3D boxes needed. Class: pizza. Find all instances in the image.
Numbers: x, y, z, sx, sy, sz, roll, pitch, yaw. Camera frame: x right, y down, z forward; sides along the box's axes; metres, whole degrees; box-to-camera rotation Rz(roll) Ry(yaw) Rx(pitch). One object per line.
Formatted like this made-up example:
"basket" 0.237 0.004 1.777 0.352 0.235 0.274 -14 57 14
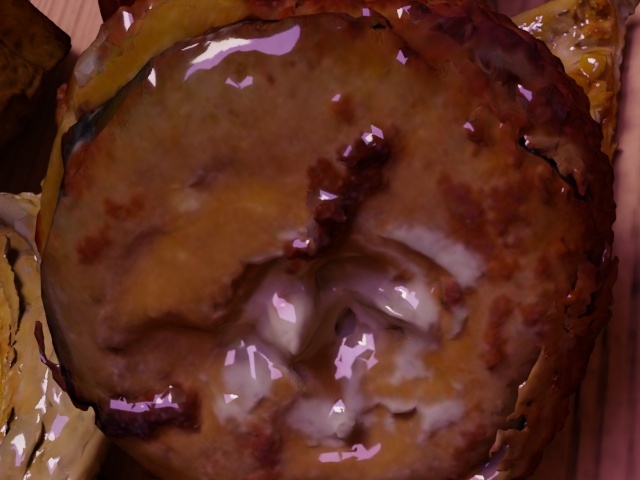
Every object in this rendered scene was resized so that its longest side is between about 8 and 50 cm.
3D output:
"pizza" 0.085 -0.044 0.648 0.178 0.041 0.131 -30 50 12

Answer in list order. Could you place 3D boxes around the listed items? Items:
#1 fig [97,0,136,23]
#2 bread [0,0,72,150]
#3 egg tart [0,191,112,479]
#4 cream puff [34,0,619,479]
"fig" -0.015 -0.172 0.688 0.214 0.235 0.235 23 70 2
"bread" -0.268 -0.082 0.824 0.232 0.135 0.246 -43 32 -8
"egg tart" -0.190 0.112 0.679 0.290 0.107 0.291 -21 47 24
"cream puff" 0.000 0.001 0.564 0.240 0.240 0.164 -23 23 18
